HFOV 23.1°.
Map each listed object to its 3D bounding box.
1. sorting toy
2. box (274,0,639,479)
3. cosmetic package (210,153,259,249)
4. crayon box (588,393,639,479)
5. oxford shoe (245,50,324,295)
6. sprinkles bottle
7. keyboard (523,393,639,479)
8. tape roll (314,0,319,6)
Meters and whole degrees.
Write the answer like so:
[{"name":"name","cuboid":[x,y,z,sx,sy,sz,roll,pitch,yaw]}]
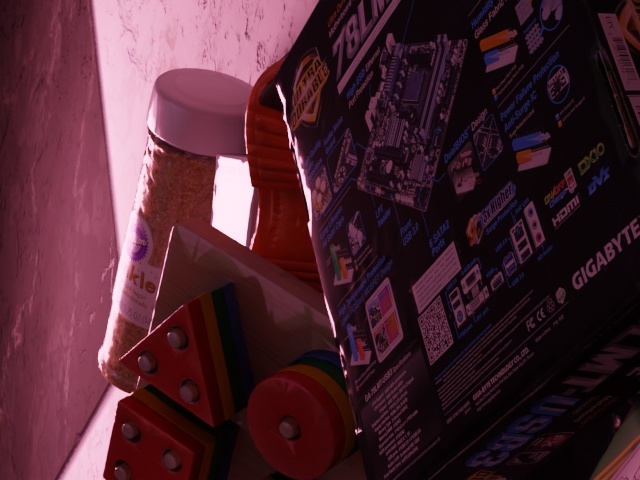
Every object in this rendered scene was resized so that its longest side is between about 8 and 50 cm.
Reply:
[{"name":"sorting toy","cuboid":[-0.066,0.154,1.320,0.257,0.089,0.255,31,123,25]},{"name":"box","cuboid":[0.081,-0.046,0.791,0.295,0.073,0.293,127,138,-51]},{"name":"cosmetic package","cuboid":[-0.056,0.033,1.499,0.117,0.086,0.231,-168,81,-67]},{"name":"crayon box","cuboid":[0.160,0.245,0.736,0.363,0.106,0.313,-70,1,-55]},{"name":"oxford shoe","cuboid":[0.000,0.000,1.375,0.132,0.130,0.363,-59,-22,-63]},{"name":"sprinkles bottle","cuboid":[-0.151,-0.003,1.684,0.121,0.121,0.355,-122,41,-54]},{"name":"keyboard","cuboid":[0.150,0.066,1.074,0.317,0.033,0.201,-135,46,-60]},{"name":"tape roll","cuboid":[0.117,-0.204,1.011,0.246,0.169,0.246,-177,90,-68]}]
